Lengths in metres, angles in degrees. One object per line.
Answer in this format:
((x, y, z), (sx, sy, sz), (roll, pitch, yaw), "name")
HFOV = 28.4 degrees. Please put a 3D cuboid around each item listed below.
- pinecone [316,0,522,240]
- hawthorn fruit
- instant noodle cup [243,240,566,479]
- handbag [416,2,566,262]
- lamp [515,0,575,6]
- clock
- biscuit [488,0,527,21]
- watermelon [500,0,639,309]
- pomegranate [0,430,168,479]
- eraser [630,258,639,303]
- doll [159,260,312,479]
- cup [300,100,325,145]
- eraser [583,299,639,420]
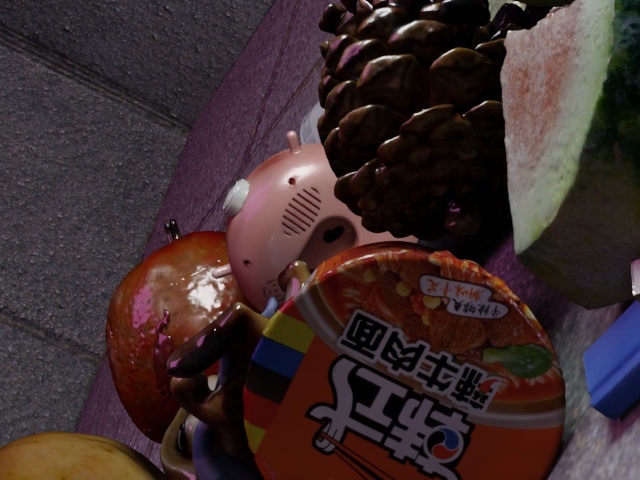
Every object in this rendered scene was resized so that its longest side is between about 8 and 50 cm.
((0.102, -0.118, 1.127), (0.224, 0.224, 0.272), (-52, 38, 39), "pinecone")
((-0.136, 0.135, 1.660), (0.316, 0.316, 0.316), (-57, 15, 24), "hawthorn fruit")
((0.064, 0.110, 1.060), (0.250, 0.250, 0.192), (-61, 6, 10), "instant noodle cup")
((0.182, -0.116, 1.354), (0.275, 0.088, 0.244), (-80, 18, -47), "handbag")
((0.220, -0.372, 1.247), (0.250, 0.284, 0.250), (-20, 40, 18), "lamp")
((0.000, 0.000, 1.478), (0.227, 0.241, 0.142), (-60, 17, 12), "clock")
((0.253, -0.330, 1.546), (0.252, 0.052, 0.150), (-60, 13, 11), "biscuit")
((0.264, -0.102, 0.953), (0.231, 0.193, 0.310), (-108, 30, -45), "watermelon")
((-0.339, 0.463, 1.635), (0.411, 0.411, 0.411), (-57, 15, 24), "pomegranate")
((0.259, 0.016, 0.886), (0.083, 0.019, 0.038), (-26, 30, 30), "eraser")
((-0.054, 0.168, 1.330), (0.339, 0.318, 0.209), (-58, 44, 43), "doll")
((0.057, -0.153, 1.774), (0.142, 0.134, 0.173), (-41, 24, 53), "cup")
((0.229, 0.082, 0.918), (0.084, 0.027, 0.063), (-53, 18, 33), "eraser")
